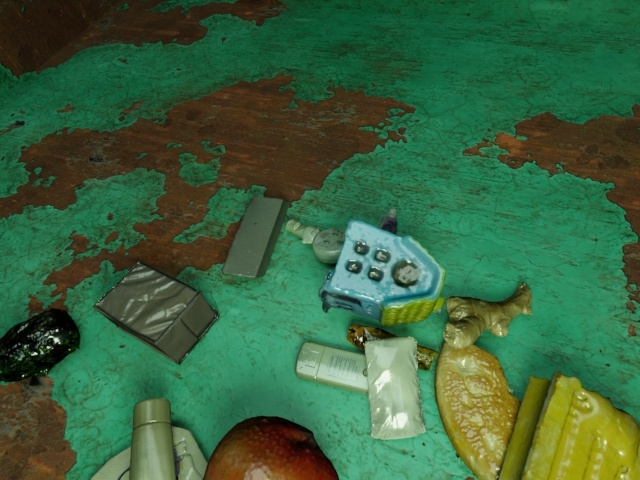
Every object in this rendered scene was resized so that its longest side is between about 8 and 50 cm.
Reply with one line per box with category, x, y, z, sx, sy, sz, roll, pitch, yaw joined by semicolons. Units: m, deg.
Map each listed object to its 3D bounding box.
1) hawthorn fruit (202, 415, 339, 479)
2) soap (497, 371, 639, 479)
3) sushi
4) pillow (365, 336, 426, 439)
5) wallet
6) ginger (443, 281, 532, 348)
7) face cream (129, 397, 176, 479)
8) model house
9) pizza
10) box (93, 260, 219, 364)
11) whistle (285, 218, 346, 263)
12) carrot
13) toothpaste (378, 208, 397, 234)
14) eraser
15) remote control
hawthorn fruit;-0.099;0.507;0.899;0.295;0.295;0.311;14;91;19
soap;0.504;0.446;0.899;0.259;0.143;0.281;35;60;2
sushi;-0.783;0.293;1.261;0.225;0.124;0.127;-31;54;-14
pillow;0.174;0.342;1.075;0.128;0.051;0.229;-2;73;-1
wallet;-0.362;0.583;1.006;0.275;0.068;0.335;-36;54;-15
ginger;0.413;0.182;1.145;0.334;0.081;0.148;-10;29;-26
face cream;-0.358;0.516;0.977;0.137;0.084;0.341;-17;54;4
model house;0.172;0.103;1.161;0.303;0.237;0.215;15;71;10
pizza;0.359;0.371;1.044;0.182;0.074;0.365;-14;49;2
box;-0.449;0.194;1.265;0.252;0.153;0.188;25;61;24
whistle;0.000;0.000;1.395;0.258;0.067;0.126;25;50;30
carrot;0.178;0.268;1.157;0.229;0.069;0.069;16;57;18
toothpaste;0.182;0.037;1.346;0.075;0.048;0.301;22;63;-8
eraser;-0.195;-0.018;1.433;0.111;0.077;0.352;8;54;12
remote control;0.053;0.322;1.155;0.234;0.038;0.098;9;56;14
